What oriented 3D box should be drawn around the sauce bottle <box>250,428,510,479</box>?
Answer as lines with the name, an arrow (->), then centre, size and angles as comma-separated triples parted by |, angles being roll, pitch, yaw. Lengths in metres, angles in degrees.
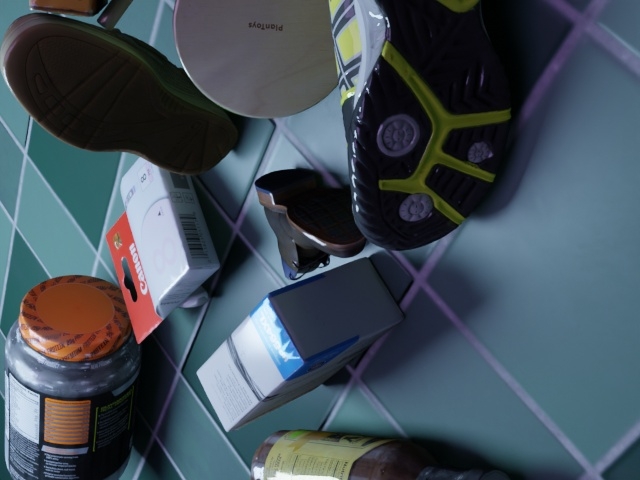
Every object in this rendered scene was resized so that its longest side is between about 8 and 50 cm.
sauce bottle -> 0.061, 0.273, 0.976 | 0.344, 0.111, 0.111 | -7, 100, 49

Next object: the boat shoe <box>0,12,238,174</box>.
boat shoe -> -0.224, -0.166, 0.964 | 0.121, 0.341, 0.110 | -40, 64, 11

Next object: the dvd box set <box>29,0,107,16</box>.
dvd box set -> -0.232, -0.445, 0.878 | 0.307, 0.062, 0.420 | -123, 39, -71

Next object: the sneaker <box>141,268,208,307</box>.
sneaker -> -0.211, 0.046, 1.235 | 0.152, 0.053, 0.061 | 30, 124, 39

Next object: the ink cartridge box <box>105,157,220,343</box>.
ink cartridge box -> -0.238, 0.011, 1.195 | 0.232, 0.066, 0.189 | -38, 63, 36

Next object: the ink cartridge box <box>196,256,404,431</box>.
ink cartridge box -> -0.028, 0.117, 0.979 | 0.086, 0.148, 0.203 | 59, 139, 13

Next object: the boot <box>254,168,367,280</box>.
boot -> 0.000, 0.000, 0.944 | 0.219, 0.082, 0.106 | -139, 32, -59

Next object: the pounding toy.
pounding toy -> -0.079, -0.240, 0.901 | 0.183, 0.237, 0.110 | -55, 16, 19

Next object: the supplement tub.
supplement tub -> -0.392, 0.234, 1.400 | 0.207, 0.207, 0.338 | 39, 131, 32

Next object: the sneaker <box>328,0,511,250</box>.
sneaker -> 0.078, -0.175, 0.778 | 0.147, 0.145, 0.385 | -117, 24, -62
